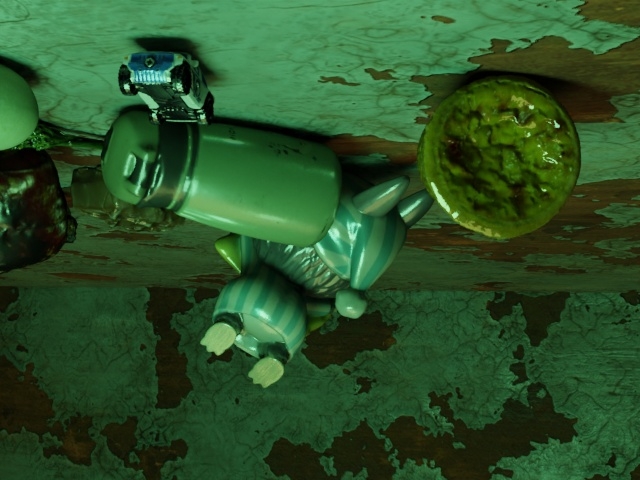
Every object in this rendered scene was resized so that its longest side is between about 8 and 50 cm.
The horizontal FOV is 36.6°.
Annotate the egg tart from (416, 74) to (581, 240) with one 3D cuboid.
[{"bbox_3d":[0.211,-0.101,1.229,0.202,0.203,0.147,5,179,-9],"label":"egg tart"}]

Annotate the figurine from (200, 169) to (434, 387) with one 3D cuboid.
[{"bbox_3d":[0.000,0.000,1.613,0.266,0.361,0.378,34,132,-10],"label":"figurine"}]

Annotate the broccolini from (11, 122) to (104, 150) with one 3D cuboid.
[{"bbox_3d":[-0.389,-0.159,1.534,0.239,0.051,0.054,4,-163,-42],"label":"broccolini"}]

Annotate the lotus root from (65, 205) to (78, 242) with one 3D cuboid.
[{"bbox_3d":[-0.615,-0.026,1.999,0.284,0.160,0.146,1,165,31],"label":"lotus root"}]

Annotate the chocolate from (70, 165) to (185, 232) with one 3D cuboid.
[{"bbox_3d":[-0.366,-0.073,1.843,0.148,0.093,0.214,-5,167,33],"label":"chocolate"}]

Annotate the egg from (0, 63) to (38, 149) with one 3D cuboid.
[{"bbox_3d":[-0.426,-0.172,1.235,0.114,0.114,0.152,-2,173,29],"label":"egg"}]

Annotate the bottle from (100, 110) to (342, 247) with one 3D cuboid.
[{"bbox_3d":[-0.150,-0.099,1.446,0.346,0.169,0.168,12,168,-21],"label":"bottle"}]

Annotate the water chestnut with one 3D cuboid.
[{"bbox_3d":[-0.553,-0.058,1.561,0.289,0.244,0.289,1,168,0],"label":"water chestnut"}]

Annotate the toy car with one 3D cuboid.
[{"bbox_3d":[-0.181,-0.188,1.185,0.080,0.071,0.171,1,168,10],"label":"toy car"}]
